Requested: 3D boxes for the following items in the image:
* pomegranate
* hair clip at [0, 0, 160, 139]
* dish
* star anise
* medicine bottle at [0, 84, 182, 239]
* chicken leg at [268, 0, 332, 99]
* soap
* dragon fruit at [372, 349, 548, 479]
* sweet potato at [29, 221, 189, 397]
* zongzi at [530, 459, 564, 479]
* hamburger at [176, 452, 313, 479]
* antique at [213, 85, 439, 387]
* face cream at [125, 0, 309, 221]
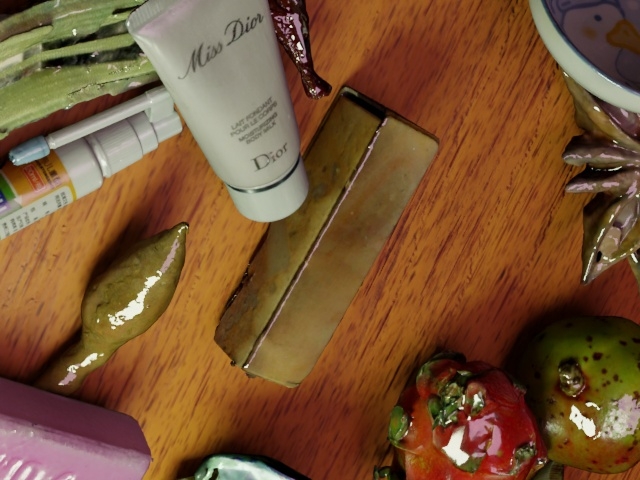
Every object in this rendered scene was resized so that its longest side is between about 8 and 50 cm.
[{"bbox_3d":[0.330,0.196,1.811,0.198,0.198,0.246,-30,165,-17],"label":"pomegranate"},{"bbox_3d":[-0.242,-0.170,1.296,0.321,0.091,0.138,-25,150,-30],"label":"hair clip"},{"bbox_3d":[0.336,-0.233,1.592,0.273,0.273,0.134,-21,163,-23],"label":"dish"},{"bbox_3d":[0.380,-0.087,1.728,0.292,0.109,0.349,-38,112,-3],"label":"star anise"},{"bbox_3d":[-0.231,-0.077,1.363,0.220,0.061,0.092,-30,159,-18],"label":"medicine bottle"},{"bbox_3d":[-0.052,-0.230,1.410,0.219,0.048,0.089,51,45,-37],"label":"chicken leg"},{"bbox_3d":[-0.319,0.225,1.435,0.259,0.081,0.181,24,111,-39],"label":"soap"},{"bbox_3d":[0.141,0.255,1.714,0.269,0.198,0.200,-44,138,16],"label":"dragon fruit"},{"bbox_3d":[-0.207,0.075,1.461,0.075,0.075,0.269,29,110,-39],"label":"sweet potato"},{"bbox_3d":[0.200,0.388,1.872,0.247,0.111,0.241,1,94,-27],"label":"zongzi"},{"bbox_3d":[-0.085,0.336,1.638,0.260,0.150,0.276,35,108,-22],"label":"hamburger"},{"bbox_3d":[0.000,0.000,1.539,0.087,0.093,0.310,23,99,-38],"label":"antique"},{"bbox_3d":[-0.083,-0.140,1.380,0.143,0.089,0.314,-39,142,-15],"label":"face cream"}]
